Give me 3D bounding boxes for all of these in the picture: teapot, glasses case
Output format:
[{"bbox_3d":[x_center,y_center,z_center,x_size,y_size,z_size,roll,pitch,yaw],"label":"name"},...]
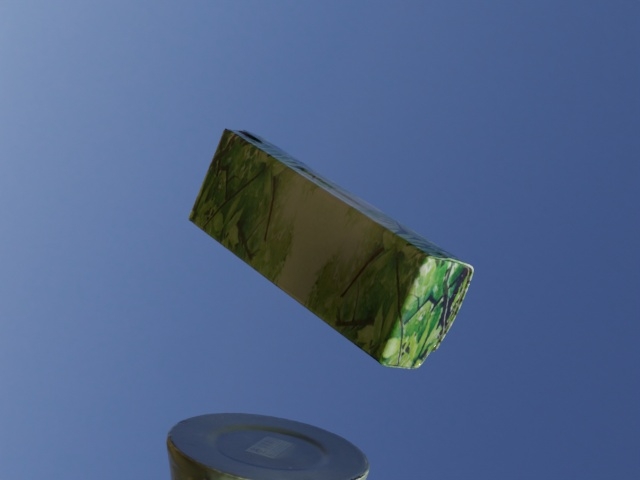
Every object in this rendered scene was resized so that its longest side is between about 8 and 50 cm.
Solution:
[{"bbox_3d":[-0.059,0.233,0.936,0.162,0.239,0.149,16,-78,32],"label":"teapot"},{"bbox_3d":[0.000,0.000,0.967,0.272,0.062,0.095,35,-73,43],"label":"glasses case"}]
